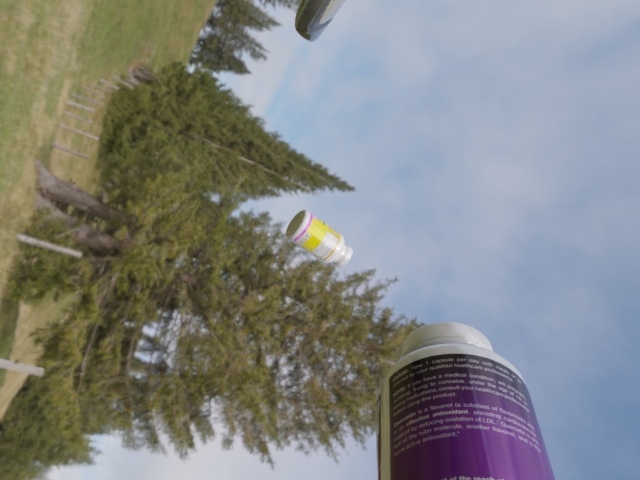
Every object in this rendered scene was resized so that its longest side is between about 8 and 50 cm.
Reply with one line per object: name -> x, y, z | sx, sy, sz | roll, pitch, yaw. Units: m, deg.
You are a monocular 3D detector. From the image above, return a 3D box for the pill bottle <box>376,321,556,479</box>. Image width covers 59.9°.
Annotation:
pill bottle -> 0.150, 0.239, 0.594 | 0.181, 0.181, 0.323 | -57, -168, 31

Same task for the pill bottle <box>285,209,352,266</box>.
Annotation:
pill bottle -> 0.000, 0.000, 0.703 | 0.043, 0.083, 0.043 | -43, -155, 26

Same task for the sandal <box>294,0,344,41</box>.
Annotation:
sandal -> 0.004, -0.310, 0.547 | 0.120, 0.086, 0.302 | -44, -149, 50
